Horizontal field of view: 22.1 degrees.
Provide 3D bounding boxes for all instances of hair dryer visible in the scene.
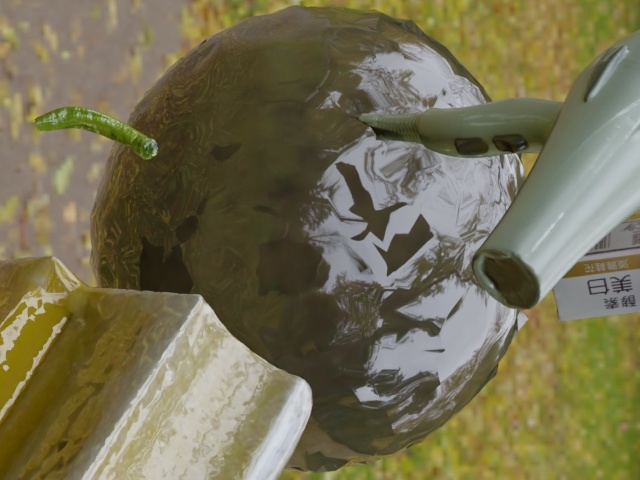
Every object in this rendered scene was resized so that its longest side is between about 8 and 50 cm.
[{"bbox_3d":[0.104,-0.034,0.979,0.092,0.267,0.229,61,35,-24],"label":"hair dryer"}]

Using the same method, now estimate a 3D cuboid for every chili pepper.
[{"bbox_3d":[-0.134,-0.067,1.002,0.030,0.083,0.017,-38,141,-56],"label":"chili pepper"}]

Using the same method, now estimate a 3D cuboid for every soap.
[{"bbox_3d":[-0.166,0.154,0.774,0.143,0.259,0.281,49,60,-29],"label":"soap"}]

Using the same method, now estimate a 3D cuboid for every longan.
[{"bbox_3d":[0.000,0.000,1.362,0.391,0.391,0.391,-3,90,-75],"label":"longan"}]

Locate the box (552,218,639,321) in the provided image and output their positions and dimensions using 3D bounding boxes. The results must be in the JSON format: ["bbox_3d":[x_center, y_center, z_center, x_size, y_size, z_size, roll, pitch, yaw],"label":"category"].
[{"bbox_3d":[0.255,0.010,1.048,0.039,0.218,0.055,-72,151,-56],"label":"box"}]
